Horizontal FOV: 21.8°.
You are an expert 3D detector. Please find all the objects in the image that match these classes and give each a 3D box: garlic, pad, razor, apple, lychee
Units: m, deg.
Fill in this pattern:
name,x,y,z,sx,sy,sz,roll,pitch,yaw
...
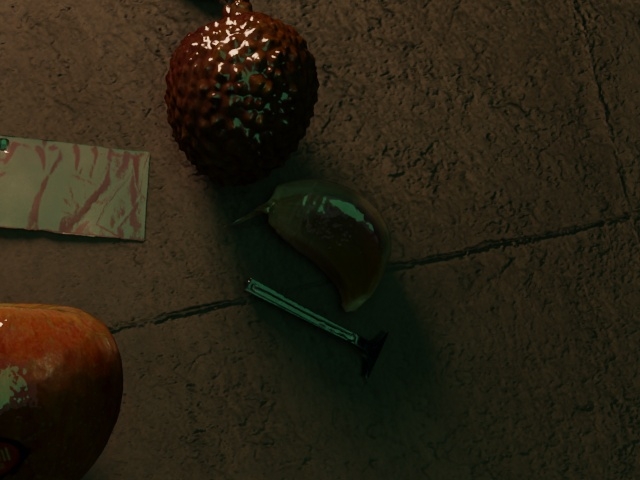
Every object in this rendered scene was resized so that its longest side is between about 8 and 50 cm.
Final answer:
name,x,y,z,sx,sy,sz,roll,pitch,yaw
garlic,-0.002,-0.013,2.028,0.198,0.090,0.128,35,86,-12
pad,-0.300,-0.062,1.994,0.188,0.006,0.113,5,78,-16
razor,-0.007,0.096,2.033,0.190,0.033,0.066,29,74,-8
apple,-0.369,0.190,1.799,0.309,0.277,0.250,0,88,8
lychee,-0.094,-0.182,1.967,0.200,0.200,0.238,4,85,-15

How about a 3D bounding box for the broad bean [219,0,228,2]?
name,x,y,z,sx,sy,sz,roll,pitch,yaw
broad bean,-0.158,-0.447,2.079,0.144,0.049,0.292,12,80,-20
